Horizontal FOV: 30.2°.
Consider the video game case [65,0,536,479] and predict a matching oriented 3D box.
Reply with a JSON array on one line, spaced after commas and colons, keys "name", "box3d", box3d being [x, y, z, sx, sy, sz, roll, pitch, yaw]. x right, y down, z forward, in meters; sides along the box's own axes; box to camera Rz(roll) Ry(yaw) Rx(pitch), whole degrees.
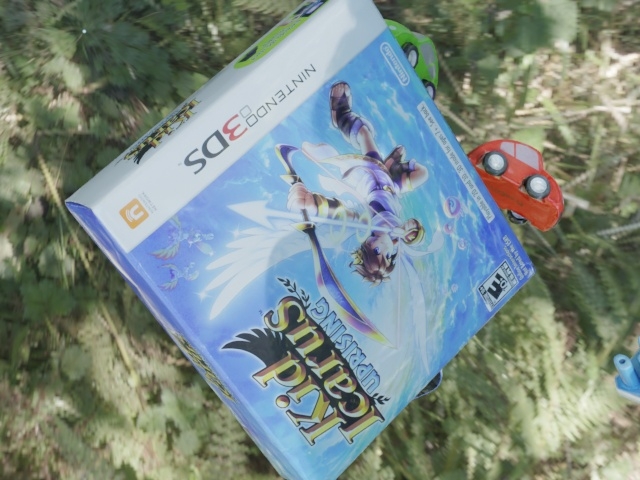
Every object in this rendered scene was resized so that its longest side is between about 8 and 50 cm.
[{"name": "video game case", "box3d": [0.000, 0.000, 0.835, 0.244, 0.061, 0.269, -43, 114, -17]}]

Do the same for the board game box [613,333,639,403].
[{"name": "board game box", "box3d": [0.591, 0.083, 1.348, 0.390, 0.390, 0.050, -45, 127, -21]}]

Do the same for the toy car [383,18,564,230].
[{"name": "toy car", "box3d": [0.089, -0.111, 1.018, 0.053, 0.239, 0.225, -57, 141, -25]}]

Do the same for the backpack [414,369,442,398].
[{"name": "backpack", "box3d": [0.081, 0.122, 1.323, 0.105, 0.084, 0.114, -22, 127, 20]}]
